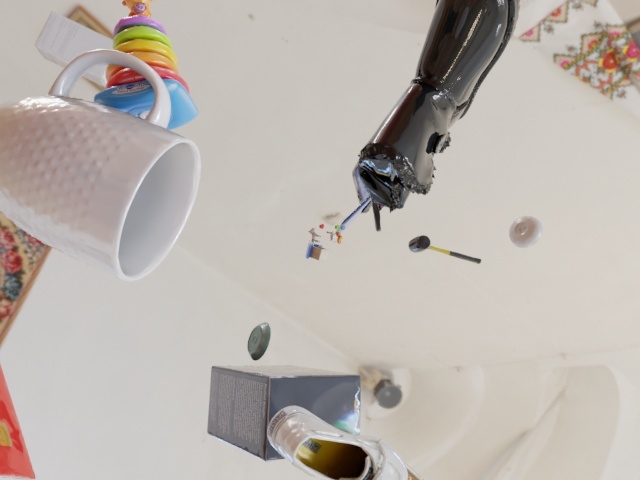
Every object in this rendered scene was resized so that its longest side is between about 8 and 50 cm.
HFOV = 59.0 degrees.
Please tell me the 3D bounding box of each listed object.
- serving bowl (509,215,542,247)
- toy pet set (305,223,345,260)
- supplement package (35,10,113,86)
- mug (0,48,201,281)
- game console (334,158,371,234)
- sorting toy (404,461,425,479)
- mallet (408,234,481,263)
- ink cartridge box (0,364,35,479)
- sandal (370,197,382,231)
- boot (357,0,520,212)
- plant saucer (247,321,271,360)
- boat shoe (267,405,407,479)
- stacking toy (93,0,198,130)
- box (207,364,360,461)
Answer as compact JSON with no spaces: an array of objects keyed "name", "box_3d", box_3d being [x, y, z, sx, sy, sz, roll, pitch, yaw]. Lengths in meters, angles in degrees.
[{"name":"serving bowl","box_3d":[0.499,-0.025,1.390,0.083,0.027,0.083,-23,-124,37]},{"name":"toy pet set","box_3d":[0.000,0.000,1.628,0.065,0.122,0.114,20,-81,35]},{"name":"supplement package","box_3d":[-0.632,-0.500,1.491,0.105,0.179,0.105,-67,-167,-8]},{"name":"mug","box_3d":[-0.409,-0.159,1.020,0.276,0.328,0.374,11,102,-84]},{"name":"game console","box_3d":[0.109,-0.163,2.039,0.293,0.173,0.250,122,-46,-76]},{"name":"sorting toy","box_3d":[0.147,0.561,1.395,0.193,0.208,0.038,-17,-142,47]},{"name":"mallet","box_3d":[0.309,0.030,1.414,0.062,0.190,0.039,162,-57,-67]},{"name":"ink cartridge box","box_3d":[-0.399,0.093,0.575,0.066,0.261,0.296,-37,-118,0]},{"name":"sandal","box_3d":[0.162,-0.113,1.580,0.040,0.179,0.067,-10,-160,4]},{"name":"boot","box_3d":[0.128,-0.164,0.648,0.094,0.246,0.207,28,-116,12]},{"name":"plant saucer","box_3d":[-0.190,0.302,1.708,0.119,0.021,0.119,-38,-140,40]},{"name":"boat shoe","box_3d":[0.070,0.450,1.122,0.136,0.367,0.156,-55,-151,-7]},{"name":"stacking toy","box_3d":[-0.359,-0.387,1.146,0.175,0.166,0.301,-9,-104,3]},{"name":"box","box_3d":[-0.116,0.480,1.638,0.395,0.294,0.212,-11,-105,56]}]
